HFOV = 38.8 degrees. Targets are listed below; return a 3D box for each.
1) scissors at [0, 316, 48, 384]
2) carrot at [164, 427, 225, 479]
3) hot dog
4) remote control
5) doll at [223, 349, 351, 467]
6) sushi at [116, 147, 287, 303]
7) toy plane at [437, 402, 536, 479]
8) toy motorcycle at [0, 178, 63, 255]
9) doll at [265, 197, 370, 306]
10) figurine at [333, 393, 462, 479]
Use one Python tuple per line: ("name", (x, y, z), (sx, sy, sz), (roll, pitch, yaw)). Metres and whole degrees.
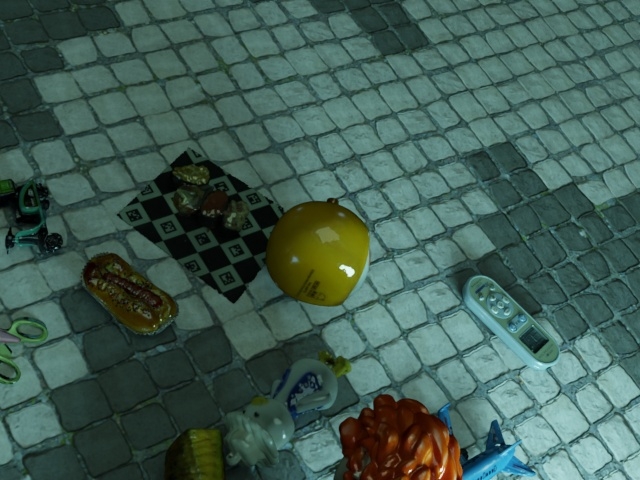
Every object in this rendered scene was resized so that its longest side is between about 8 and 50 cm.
("scissors", (-0.565, 0.156, 1.524), (0.187, 0.020, 0.133), (26, 48, -4))
("carrot", (-0.192, 0.443, 1.403), (0.114, 0.114, 0.301), (4, 52, -18))
("hot dog", (-0.345, 0.096, 1.630), (0.191, 0.059, 0.108), (36, 47, 9))
("remote control", (0.388, 0.169, 1.862), (0.244, 0.047, 0.087), (46, 50, 15))
("doll", (-0.061, 0.287, 1.563), (0.138, 0.119, 0.293), (8, 35, 42))
("sushi", (-0.209, -0.054, 1.792), (0.290, 0.050, 0.264), (35, 51, 5))
("toy plane", (0.256, 0.417, 1.596), (0.271, 0.105, 0.254), (-23, 66, -31))
("toy motorcycle", (-0.534, -0.039, 1.654), (0.100, 0.058, 0.173), (-13, 60, -20))
("doll", (0.000, 0.000, 1.730), (0.213, 0.213, 0.236), (16, 50, -10))
("figurine", (0.052, 0.437, 1.396), (0.412, 0.241, 0.306), (-36, 28, -4))
